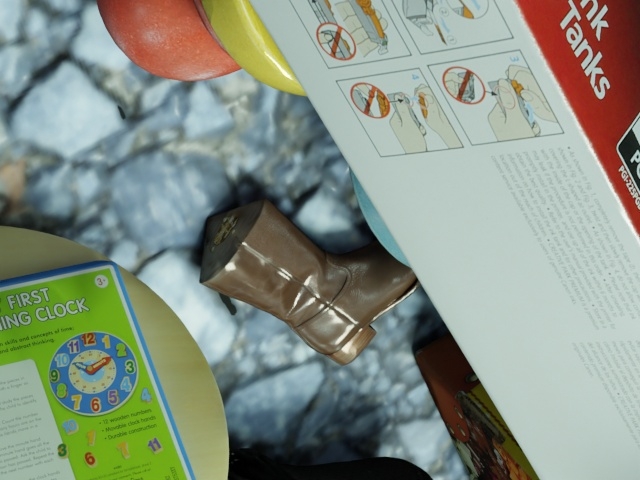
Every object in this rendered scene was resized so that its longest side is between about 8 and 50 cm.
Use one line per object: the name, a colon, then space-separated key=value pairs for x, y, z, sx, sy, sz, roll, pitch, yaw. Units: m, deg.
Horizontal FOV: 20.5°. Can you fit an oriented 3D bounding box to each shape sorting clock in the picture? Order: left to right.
shape sorting clock: x=-0.141 y=0.085 z=0.793 sx=0.206 sy=0.040 sz=0.206 roll=10 pitch=61 yaw=-19

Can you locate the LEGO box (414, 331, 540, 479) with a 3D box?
LEGO box: x=0.359 y=0.082 z=0.927 sx=0.500 sy=0.372 sz=0.193 roll=-31 pitch=123 yaw=-7

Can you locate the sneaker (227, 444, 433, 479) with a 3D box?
sneaker: x=-0.074 y=0.146 z=0.880 sx=0.340 sy=0.125 sz=0.140 roll=-9 pitch=109 yaw=-32

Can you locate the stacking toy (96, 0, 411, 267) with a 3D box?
stacking toy: x=0.040 y=-0.143 z=0.877 sx=0.309 sy=0.130 sz=0.280 roll=37 pitch=61 yaw=-39

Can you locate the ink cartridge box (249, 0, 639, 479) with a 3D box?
ink cartridge box: x=0.145 y=-0.081 z=0.796 sx=0.309 sy=0.130 sz=0.272 roll=57 pitch=49 yaw=-27

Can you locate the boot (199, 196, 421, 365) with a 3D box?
boot: x=0.000 y=0.000 z=0.925 sx=0.114 sy=0.037 sz=0.106 roll=35 pitch=86 yaw=-32
